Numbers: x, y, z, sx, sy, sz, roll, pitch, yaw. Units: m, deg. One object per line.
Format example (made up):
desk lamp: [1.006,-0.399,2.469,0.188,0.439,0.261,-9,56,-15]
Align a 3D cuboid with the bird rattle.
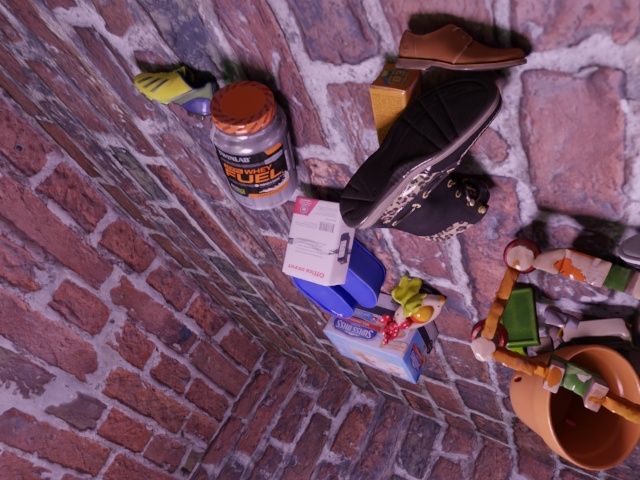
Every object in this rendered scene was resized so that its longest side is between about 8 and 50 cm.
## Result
bird rattle: [0.306,0.249,1.585,0.207,0.143,0.253,2,126,-21]

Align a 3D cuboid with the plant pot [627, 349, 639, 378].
plant pot: [0.885,0.371,1.280,0.109,0.096,0.109,5,144,44]

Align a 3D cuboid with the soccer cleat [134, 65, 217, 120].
soccer cleat: [-0.389,-0.421,1.293,0.289,0.093,0.121,26,124,22]

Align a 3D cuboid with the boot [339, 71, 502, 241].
boot: [0.251,-0.136,0.965,0.284,0.138,0.377,15,129,-40]

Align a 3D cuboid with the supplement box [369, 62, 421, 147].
supplement box: [0.163,-0.242,0.983,0.080,0.078,0.233,17,152,28]

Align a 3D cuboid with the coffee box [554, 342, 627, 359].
coffee box: [0.750,0.342,1.358,0.184,0.113,0.040,-10,105,54]

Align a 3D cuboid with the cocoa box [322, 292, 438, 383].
cocoa box: [0.231,0.352,1.822,0.348,0.227,0.231,14,150,34]

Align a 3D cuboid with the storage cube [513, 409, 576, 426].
storage cube: [0.791,0.532,1.570,0.215,0.193,0.184,43,153,-21]

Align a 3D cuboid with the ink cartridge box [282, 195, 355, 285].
ink cartridge box: [0.000,0.000,1.411,0.172,0.236,0.100,13,-176,34]

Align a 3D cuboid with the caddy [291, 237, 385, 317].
caddy: [0.063,0.103,1.622,0.341,0.179,0.241,42,131,-21]

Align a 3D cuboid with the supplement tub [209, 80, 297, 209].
supplement tub: [-0.169,-0.237,1.228,0.194,0.193,0.315,23,154,18]

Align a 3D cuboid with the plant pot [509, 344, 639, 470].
plant pot: [0.636,0.409,1.231,0.291,0.290,0.203,36,165,-9]

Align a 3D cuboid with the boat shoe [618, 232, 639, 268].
boat shoe: [0.706,0.034,0.841,0.303,0.114,0.091,0,135,50]

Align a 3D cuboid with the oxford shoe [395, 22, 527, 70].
oxford shoe: [0.231,-0.317,0.787,0.213,0.076,0.075,11,110,18]

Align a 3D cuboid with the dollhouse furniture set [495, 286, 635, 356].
dollhouse furniture set: [0.658,0.216,1.289,0.302,0.151,0.198,-12,152,29]

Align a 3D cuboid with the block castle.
block castle: [0.582,0.190,1.025,0.454,0.302,0.213,21,-171,23]
